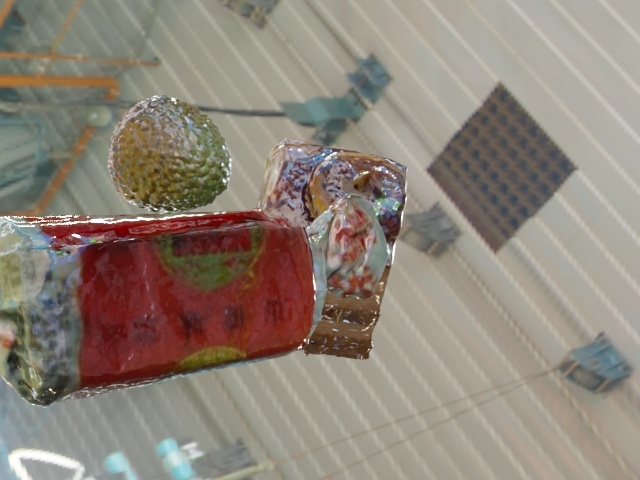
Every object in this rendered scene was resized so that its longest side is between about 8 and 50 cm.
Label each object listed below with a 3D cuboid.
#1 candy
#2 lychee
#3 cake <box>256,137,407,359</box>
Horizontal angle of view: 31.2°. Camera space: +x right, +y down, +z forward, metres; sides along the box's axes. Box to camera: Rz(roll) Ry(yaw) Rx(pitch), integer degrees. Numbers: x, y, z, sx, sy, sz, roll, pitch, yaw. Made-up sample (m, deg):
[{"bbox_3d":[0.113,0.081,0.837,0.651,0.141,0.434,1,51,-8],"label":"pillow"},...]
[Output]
[{"bbox_3d":[-0.076,0.025,0.547,0.059,0.292,0.086,7,-80,50],"label":"candy"},{"bbox_3d":[-0.149,-0.081,1.105,0.146,0.114,0.114,27,-68,36],"label":"lychee"},{"bbox_3d":[0.000,0.000,1.469,0.293,0.198,0.196,103,-1,-55],"label":"cake"}]
